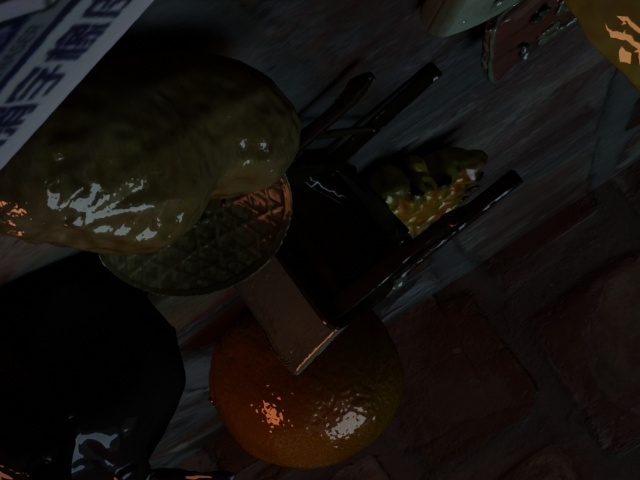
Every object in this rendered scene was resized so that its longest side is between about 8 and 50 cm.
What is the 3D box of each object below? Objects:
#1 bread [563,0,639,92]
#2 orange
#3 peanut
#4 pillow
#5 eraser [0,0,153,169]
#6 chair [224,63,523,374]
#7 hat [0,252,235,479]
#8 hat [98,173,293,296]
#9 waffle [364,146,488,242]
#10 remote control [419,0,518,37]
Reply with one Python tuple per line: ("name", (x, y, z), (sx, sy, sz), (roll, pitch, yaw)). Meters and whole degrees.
("bread", (0.246, -0.193, 0.394), (0.348, 0.348, 0.307), (-23, 172, -41))
("orange", (-0.024, 0.182, 1.479), (0.264, 0.264, 0.264), (-31, 169, -7))
("peanut", (-0.095, -0.050, 0.607), (0.095, 0.108, 0.226), (-30, 175, 38))
("pillow", (0.230, -0.223, 0.926), (0.232, 0.043, 0.126), (-34, 168, -1))
("eraser", (-0.158, -0.072, 0.434), (0.210, 0.068, 0.124), (-39, 170, 30))
("chair", (0.000, 0.000, 0.972), (0.319, 0.160, 0.186), (-40, 173, 28))
("hat", (-0.231, 0.188, 0.892), (0.336, 0.209, 0.238), (-35, 150, 0))
("hat", (-0.097, -0.035, 0.799), (0.146, 0.067, 0.146), (-8, 127, -10))
("waffle", (0.050, -0.010, 1.294), (0.329, 0.062, 0.329), (-31, 170, -6))
("remote control", (0.135, -0.212, 0.723), (0.098, 0.038, 0.233), (-29, 169, -17))
